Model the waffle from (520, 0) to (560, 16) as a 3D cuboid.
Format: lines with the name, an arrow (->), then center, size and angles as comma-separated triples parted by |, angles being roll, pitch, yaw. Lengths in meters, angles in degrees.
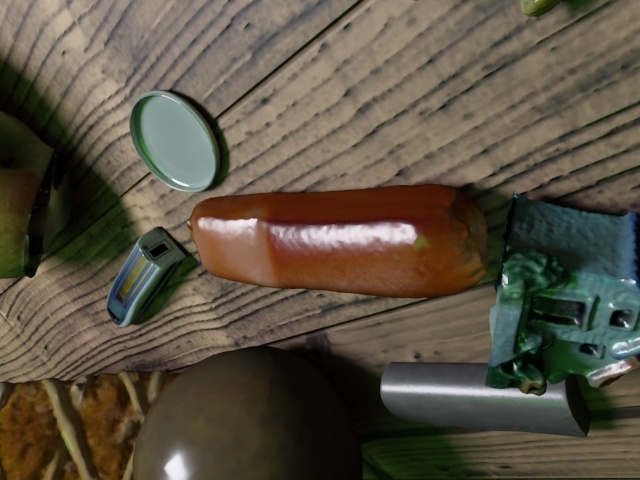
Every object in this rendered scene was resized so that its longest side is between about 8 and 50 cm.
waffle -> 0.094, -0.246, 0.241 | 0.261, 0.056, 0.250 | -25, 107, 44

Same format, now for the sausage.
sausage -> 0.000, 0.000, 0.466 | 0.300, 0.083, 0.089 | 3, 130, 34

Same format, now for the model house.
model house -> 0.195, 0.047, 0.363 | 0.149, 0.119, 0.148 | 6, 126, 19

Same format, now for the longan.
longan -> -0.073, 0.246, 0.580 | 0.258, 0.258, 0.258 | 17, 130, 21

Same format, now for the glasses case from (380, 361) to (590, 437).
glasses case -> 0.153, 0.156, 0.517 | 0.191, 0.042, 0.072 | -9, 125, 37

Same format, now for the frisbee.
frisbee -> -0.146, -0.098, 0.529 | 0.110, 0.014, 0.110 | 16, 131, 20

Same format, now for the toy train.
toy train -> -0.251, 0.071, 0.699 | 0.055, 0.048, 0.252 | 45, 134, -1

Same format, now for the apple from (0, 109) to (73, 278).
apple -> -0.398, -0.048, 0.628 | 0.188, 0.174, 0.207 | -40, 81, 41

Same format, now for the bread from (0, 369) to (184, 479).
bread -> -0.375, 0.381, 0.719 | 0.279, 0.371, 0.390 | -35, 58, 51
